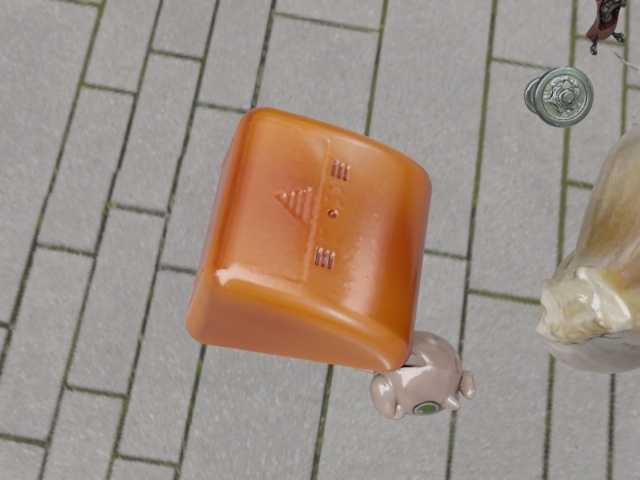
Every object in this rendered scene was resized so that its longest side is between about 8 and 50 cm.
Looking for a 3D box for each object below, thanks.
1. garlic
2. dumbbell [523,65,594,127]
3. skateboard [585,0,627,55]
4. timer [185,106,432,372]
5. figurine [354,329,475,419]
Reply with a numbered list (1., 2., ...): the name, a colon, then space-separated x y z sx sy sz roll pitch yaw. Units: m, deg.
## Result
1. garlic: 0.366 -0.002 1.080 0.246 0.231 0.339 22 66 -10
2. dumbbell: 0.436 -0.273 1.747 0.110 0.254 0.110 0 100 -1
3. skateboard: 0.507 -0.412 1.656 0.067 0.151 0.080 -24 60 -4
4. timer: 0.000 0.000 1.042 0.250 0.161 0.257 15 65 -10
5. figurine: 0.126 0.180 1.219 0.138 0.125 0.125 15 66 -25
